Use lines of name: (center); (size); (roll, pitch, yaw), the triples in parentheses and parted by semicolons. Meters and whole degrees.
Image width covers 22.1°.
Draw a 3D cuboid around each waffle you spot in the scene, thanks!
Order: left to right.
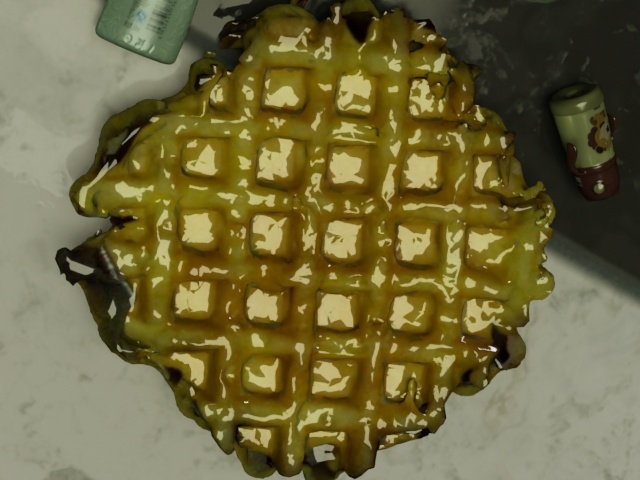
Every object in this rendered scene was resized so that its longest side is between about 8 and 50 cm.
waffle: (0.000, 0.000, 1.360); (0.379, 0.095, 0.382); (-37, 106, 1)

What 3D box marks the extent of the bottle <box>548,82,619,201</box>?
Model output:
bottle: (0.230, -0.081, 1.398); (0.063, 0.047, 0.101); (-24, 110, -13)

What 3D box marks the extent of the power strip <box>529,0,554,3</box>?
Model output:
power strip: (0.163, -0.331, 1.112); (0.161, 0.357, 0.357); (-23, 109, -10)

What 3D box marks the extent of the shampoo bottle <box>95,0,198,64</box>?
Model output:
shampoo bottle: (-0.112, -0.237, 1.294); (0.069, 0.041, 0.191); (22, 101, -10)
